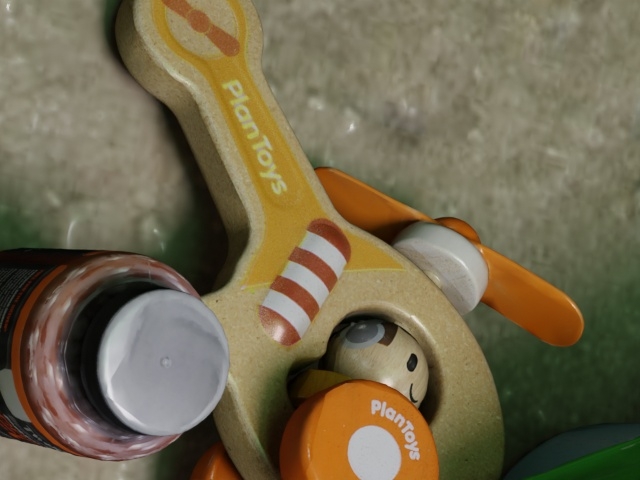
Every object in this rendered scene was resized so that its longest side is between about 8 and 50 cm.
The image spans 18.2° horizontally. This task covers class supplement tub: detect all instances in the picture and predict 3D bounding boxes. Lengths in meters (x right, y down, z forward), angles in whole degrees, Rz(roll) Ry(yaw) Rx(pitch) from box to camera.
[{"bbox_3d":[-0.122,0.056,1.015,0.106,0.198,0.106,0,90,-30],"label":"supplement tub"}]

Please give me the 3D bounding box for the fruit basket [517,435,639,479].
[{"bbox_3d":[0.233,0.266,1.032,0.327,0.165,0.353,-18,88,-12],"label":"fruit basket"}]

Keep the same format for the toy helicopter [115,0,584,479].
[{"bbox_3d":[0.000,0.000,1.118,0.235,0.140,0.355,-22,84,-35],"label":"toy helicopter"}]

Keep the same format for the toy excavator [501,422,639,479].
[{"bbox_3d":[0.138,0.229,1.194,0.445,0.222,0.433,31,76,-13],"label":"toy excavator"}]
